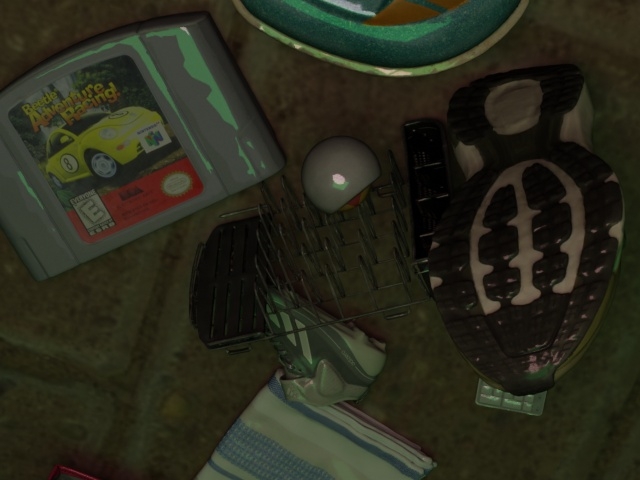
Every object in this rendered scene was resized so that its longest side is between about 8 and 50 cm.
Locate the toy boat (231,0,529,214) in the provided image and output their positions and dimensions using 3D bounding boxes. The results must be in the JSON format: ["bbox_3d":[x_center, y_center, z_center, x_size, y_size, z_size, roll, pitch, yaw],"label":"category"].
[{"bbox_3d":[0.041,-0.177,1.099,0.267,0.148,0.318,10,90,0],"label":"toy boat"}]

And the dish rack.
[{"bbox_3d":[0.000,0.000,1.200,0.271,0.208,0.074,-14,127,12],"label":"dish rack"}]

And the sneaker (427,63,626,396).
[{"bbox_3d":[0.197,0.007,1.083,0.158,0.410,0.182,-14,122,20],"label":"sneaker"}]

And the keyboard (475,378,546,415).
[{"bbox_3d":[0.214,0.065,1.310,0.072,0.014,0.256,7,114,1],"label":"keyboard"}]

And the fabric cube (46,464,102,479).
[{"bbox_3d":[-0.238,0.449,1.361,0.254,0.259,0.258,24,122,-7],"label":"fabric cube"}]

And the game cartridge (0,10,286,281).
[{"bbox_3d":[-0.206,-0.097,1.249,0.294,0.060,0.196,-24,106,14],"label":"game cartridge"}]

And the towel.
[{"bbox_3d":[-0.033,0.290,1.417,0.209,0.034,0.285,33,112,-9],"label":"towel"}]

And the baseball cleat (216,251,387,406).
[{"bbox_3d":[-0.033,0.102,1.303,0.206,0.072,0.109,30,92,-9],"label":"baseball cleat"}]
